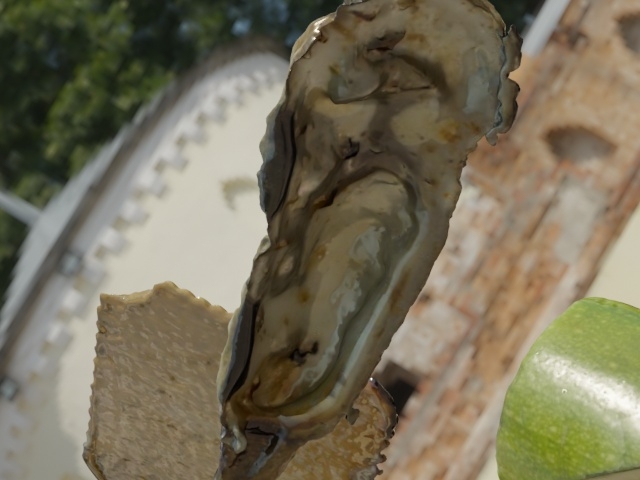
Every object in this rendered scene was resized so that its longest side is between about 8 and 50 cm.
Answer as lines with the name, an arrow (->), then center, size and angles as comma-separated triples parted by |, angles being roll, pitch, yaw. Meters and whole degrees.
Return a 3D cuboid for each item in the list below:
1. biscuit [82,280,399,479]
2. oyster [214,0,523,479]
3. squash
biscuit -> -0.065, 0.141, 1.319 | 0.013, 0.237, 0.232 | -46, -25, -46
oyster -> 0.003, 0.000, 1.025 | 0.129, 0.078, 0.345 | 3, -56, -29
squash -> 0.243, 0.152, 1.296 | 0.093, 0.252, 0.169 | 6, -76, -46
